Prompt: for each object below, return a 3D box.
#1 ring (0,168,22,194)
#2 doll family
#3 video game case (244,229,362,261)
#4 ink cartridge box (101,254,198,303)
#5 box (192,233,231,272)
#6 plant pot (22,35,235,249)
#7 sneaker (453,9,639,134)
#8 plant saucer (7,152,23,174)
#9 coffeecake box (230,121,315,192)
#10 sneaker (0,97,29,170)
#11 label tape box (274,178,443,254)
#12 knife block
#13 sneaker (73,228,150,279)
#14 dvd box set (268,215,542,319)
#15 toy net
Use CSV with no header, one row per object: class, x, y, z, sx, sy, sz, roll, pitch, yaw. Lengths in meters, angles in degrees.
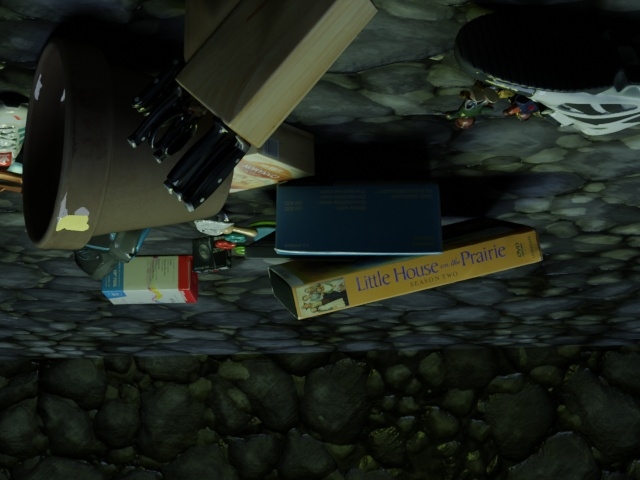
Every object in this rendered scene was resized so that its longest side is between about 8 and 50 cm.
ring,-0.542,-0.092,1.958,0.337,0.032,0.336,9,176,1
doll family,0.255,-0.191,1.668,0.193,0.076,0.111,-1,161,-10
video game case,0.000,0.000,2.261,0.196,0.026,0.274,1,-171,15
ink cartridge box,-0.336,0.084,2.709,0.231,0.078,0.134,-1,166,2
box,-0.213,0.026,2.509,0.083,0.067,0.018,-8,165,30
plant pot,-0.234,-0.113,1.594,0.229,0.263,0.263,3,165,-22
sneaker,0.301,-0.184,1.541,0.331,0.122,0.146,5,148,-18
plant saucer,-0.455,-0.113,2.005,0.119,0.021,0.119,16,167,4
coffeecake box,-0.124,-0.127,1.912,0.186,0.068,0.142,-10,164,34
sneaker,-0.440,-0.147,1.811,0.057,0.075,0.161,4,165,-19
label tape box,0.060,-0.039,1.989,0.249,0.115,0.348,0,-178,2
knife block,-0.077,-0.162,1.426,0.276,0.242,0.088,-6,166,19
sneaker,-0.398,-0.023,2.286,0.140,0.125,0.341,32,159,-12
dvd box set,0.134,0.040,2.209,0.421,0.062,0.307,-13,-173,-8
toy net,-0.167,-0.023,2.375,0.122,0.045,0.232,-8,162,33
